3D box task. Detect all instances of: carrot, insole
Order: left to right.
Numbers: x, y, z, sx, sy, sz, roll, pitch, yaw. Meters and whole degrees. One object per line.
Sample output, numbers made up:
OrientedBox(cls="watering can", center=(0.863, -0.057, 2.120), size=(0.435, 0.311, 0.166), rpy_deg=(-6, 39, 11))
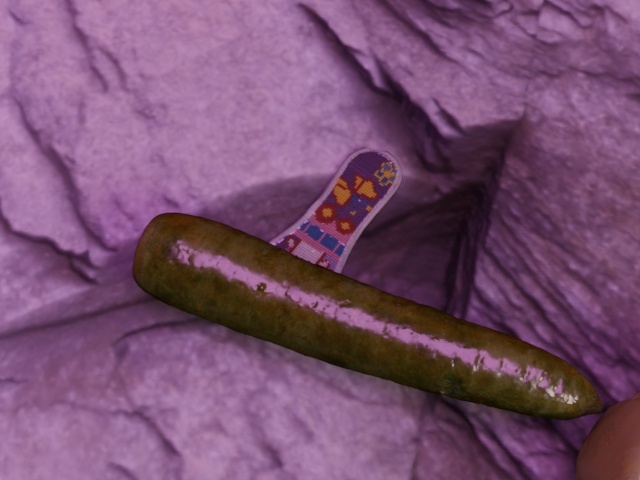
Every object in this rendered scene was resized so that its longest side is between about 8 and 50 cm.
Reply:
OrientedBox(cls="insole", center=(0.000, 0.000, 0.834), size=(0.065, 0.004, 0.197), rpy_deg=(35, 71, 15))
OrientedBox(cls="carrot", center=(0.030, 0.061, 0.762), size=(0.359, 0.074, 0.074), rpy_deg=(19, 67, 10))

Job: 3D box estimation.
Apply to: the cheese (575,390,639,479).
OrientedBox(cls="cheese", center=(0.292, 0.188, 0.697), size=(0.214, 0.117, 0.226), rpy_deg=(-24, 73, -14))
